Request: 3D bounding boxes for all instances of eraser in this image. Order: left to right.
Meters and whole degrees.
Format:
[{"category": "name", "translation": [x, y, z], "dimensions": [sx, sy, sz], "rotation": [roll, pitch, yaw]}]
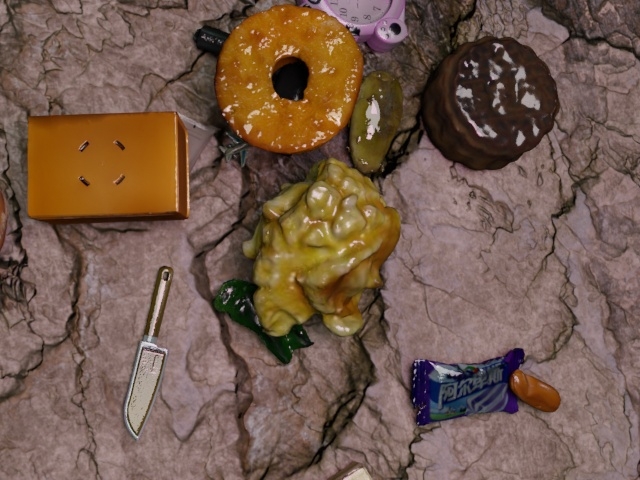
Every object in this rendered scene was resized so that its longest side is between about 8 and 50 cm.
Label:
[{"category": "eraser", "translation": [0.036, 0.540, 1.672], "dimensions": [0.172, 0.058, 0.117], "rotation": [-29, 91, -16]}]

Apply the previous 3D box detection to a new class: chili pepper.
[{"category": "chili pepper", "translation": [-0.112, 0.160, 1.677], "dimensions": [0.224, 0.061, 0.098], "rotation": [37, 69, -6]}]

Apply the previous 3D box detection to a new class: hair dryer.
[{"category": "hair dryer", "translation": [-0.135, -0.332, 1.719], "dimensions": [0.302, 0.116, 0.244], "rotation": [20, 78, -1]}]

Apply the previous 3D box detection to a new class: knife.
[{"category": "knife", "translation": [-0.329, 0.220, 1.628], "dimensions": [0.061, 0.027, 0.343], "rotation": [16, 80, -17]}]

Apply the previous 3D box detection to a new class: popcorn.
[{"category": "popcorn", "translation": [-0.003, 0.007, 1.615], "dimensions": [0.274, 0.335, 0.279], "rotation": [23, 35, -10]}]

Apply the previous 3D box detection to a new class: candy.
[{"category": "candy", "translation": [0.321, 0.313, 1.775], "dimensions": [0.275, 0.070, 0.145], "rotation": [-3, 92, -20]}]

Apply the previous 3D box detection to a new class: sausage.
[{"category": "sausage", "translation": [0.463, 0.330, 1.798], "dimensions": [0.183, 0.054, 0.062], "rotation": [27, 50, -34]}]

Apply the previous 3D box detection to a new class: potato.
[{"category": "potato", "translation": [0.114, -0.253, 1.772], "dimensions": [0.117, 0.090, 0.226], "rotation": [11, 87, -20]}]

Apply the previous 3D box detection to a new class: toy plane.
[{"category": "toy plane", "translation": [-0.169, -0.192, 1.718], "dimensions": [0.083, 0.033, 0.080], "rotation": [-27, 90, -24]}]

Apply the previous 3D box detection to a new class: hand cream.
[{"category": "hand cream", "translation": [-0.287, -0.163, 1.675], "dimensions": [0.087, 0.054, 0.186], "rotation": [25, 73, -10]}]

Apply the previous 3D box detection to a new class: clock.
[{"category": "clock", "translation": [0.066, -0.532, 1.794], "dimensions": [0.247, 0.090, 0.228], "rotation": [4, 82, -13]}]

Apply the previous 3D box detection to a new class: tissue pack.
[{"category": "tissue pack", "translation": [-0.392, -0.129, 1.559], "dimensions": [0.274, 0.145, 0.195], "rotation": [-1, 82, 1]}]

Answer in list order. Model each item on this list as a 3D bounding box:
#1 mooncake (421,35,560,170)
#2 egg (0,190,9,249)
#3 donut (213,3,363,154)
[{"category": "mooncake", "translation": [0.370, -0.302, 1.811], "dimensions": [0.290, 0.161, 0.291], "rotation": [2, 81, -14]}, {"category": "egg", "translation": [-0.664, -0.038, 1.478], "dimensions": [0.203, 0.203, 0.245], "rotation": [-14, 93, -16]}, {"category": "donut", "translation": [-0.059, -0.300, 1.611], "dimensions": [0.302, 0.110, 0.303], "rotation": [0, 78, 1]}]
